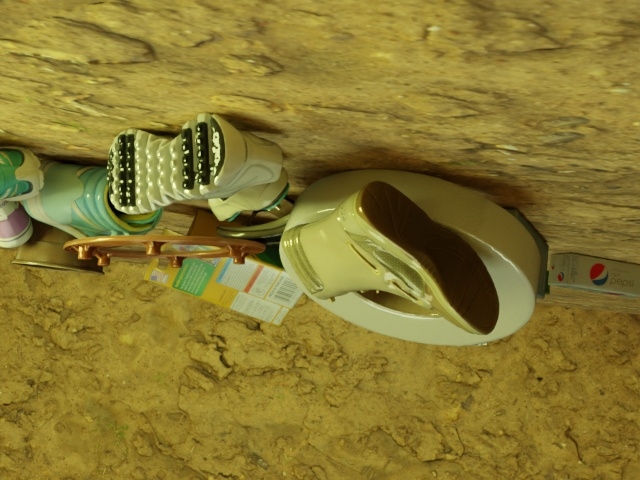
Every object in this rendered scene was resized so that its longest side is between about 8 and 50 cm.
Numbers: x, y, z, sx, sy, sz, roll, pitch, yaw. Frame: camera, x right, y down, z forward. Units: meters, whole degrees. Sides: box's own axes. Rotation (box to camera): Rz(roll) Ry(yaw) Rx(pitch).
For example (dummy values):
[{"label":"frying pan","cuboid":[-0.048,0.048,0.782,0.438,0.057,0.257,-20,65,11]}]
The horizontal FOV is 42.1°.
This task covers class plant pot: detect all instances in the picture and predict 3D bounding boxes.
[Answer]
[{"label":"plant pot","cuboid":[-0.478,-0.027,1.552,0.166,0.165,0.167,6,173,1]}]

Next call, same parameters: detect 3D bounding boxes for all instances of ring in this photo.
[{"label":"ring","cuboid":[-0.260,0.023,1.409,0.336,0.032,0.336,0,174,0]}]

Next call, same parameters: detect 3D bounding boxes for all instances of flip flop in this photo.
[{"label":"flip flop","cuboid":[-0.049,-0.044,1.405,0.277,0.080,0.112,-15,164,28]}]

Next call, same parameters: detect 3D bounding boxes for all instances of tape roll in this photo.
[{"label":"tape roll","cuboid":[0.131,0.038,1.240,0.391,0.072,0.392,13,151,8]}]

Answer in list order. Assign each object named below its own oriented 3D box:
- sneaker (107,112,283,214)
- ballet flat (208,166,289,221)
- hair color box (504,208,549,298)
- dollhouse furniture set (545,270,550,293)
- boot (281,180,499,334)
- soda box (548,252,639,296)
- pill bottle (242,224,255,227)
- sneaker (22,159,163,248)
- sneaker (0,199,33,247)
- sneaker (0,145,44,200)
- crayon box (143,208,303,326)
[{"label":"sneaker","cuboid":[-0.165,-0.087,1.028,0.118,0.110,0.292,1,180,-44]},{"label":"ballet flat","cuboid":[-0.119,-0.081,1.171,0.086,0.086,0.248,10,171,-24]},{"label":"hair color box","cuboid":[0.283,0.026,1.469,0.185,0.114,0.374,4,174,23]},{"label":"dollhouse furniture set","cuboid":[0.516,0.104,2.144,0.151,0.059,0.076,2,172,34]},{"label":"boot","cuboid":[0.090,0.047,1.101,0.262,0.095,0.203,39,144,-20]},{"label":"soda box","cuboid":[0.598,0.076,1.774,0.216,0.069,0.074,10,173,-19]},{"label":"pill bottle","cuboid":[-0.172,0.023,1.942,0.103,0.103,0.184,7,174,-7]},{"label":"sneaker","cuboid":[-0.325,-0.047,1.407,0.208,0.127,0.319,6,174,21]},{"label":"sneaker","cuboid":[-0.636,-0.104,1.464,0.282,0.102,0.161,19,147,23]},{"label":"sneaker","cuboid":[-0.551,-0.093,1.247,0.275,0.107,0.110,-7,-168,23]},{"label":"crayon box","cuboid":[-0.194,0.055,1.781,0.322,0.083,0.203,20,140,-12]}]
